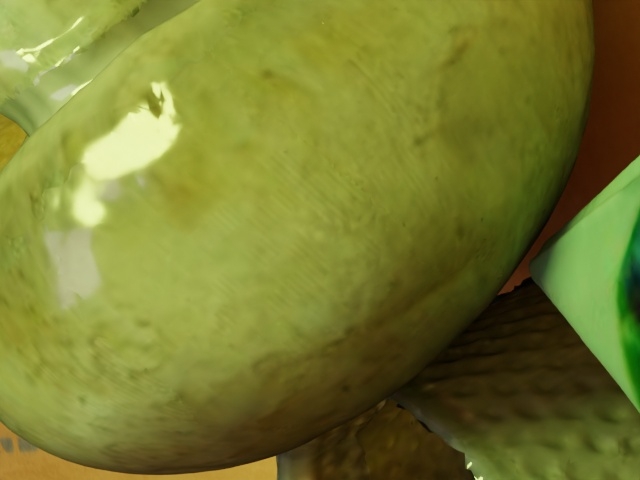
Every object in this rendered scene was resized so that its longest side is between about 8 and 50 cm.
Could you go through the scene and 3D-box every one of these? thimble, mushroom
[{"bbox_3d":[0.107,0.162,0.919,0.271,0.150,0.270,36,137,42],"label":"thimble"},{"bbox_3d":[-0.037,-0.054,0.829,0.260,0.352,0.352,42,152,-11],"label":"mushroom"}]

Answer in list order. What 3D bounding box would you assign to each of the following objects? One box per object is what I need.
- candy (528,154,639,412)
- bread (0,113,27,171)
[{"bbox_3d":[0.260,0.087,0.659,0.398,0.172,0.263,44,157,2],"label":"candy"},{"bbox_3d":[-0.225,0.012,1.371,0.244,0.134,0.244,34,133,46],"label":"bread"}]
